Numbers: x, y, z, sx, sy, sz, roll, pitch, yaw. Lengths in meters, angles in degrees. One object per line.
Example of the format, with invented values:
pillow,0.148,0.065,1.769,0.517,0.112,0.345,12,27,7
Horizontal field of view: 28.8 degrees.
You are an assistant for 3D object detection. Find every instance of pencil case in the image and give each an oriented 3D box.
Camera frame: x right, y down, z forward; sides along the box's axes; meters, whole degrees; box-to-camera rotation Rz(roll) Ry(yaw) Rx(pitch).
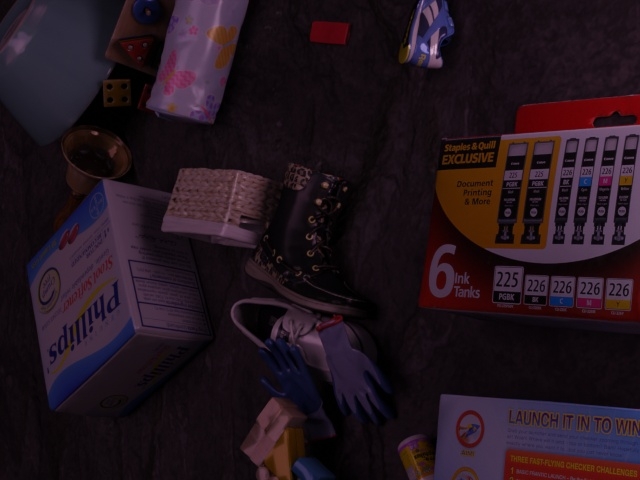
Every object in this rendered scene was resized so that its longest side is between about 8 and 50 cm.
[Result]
pencil case,-0.195,-0.319,1.980,0.124,0.113,0.273,17,94,35

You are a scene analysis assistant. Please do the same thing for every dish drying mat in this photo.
dish drying mat,0.014,-0.303,1.818,0.083,0.008,0.032,16,93,49

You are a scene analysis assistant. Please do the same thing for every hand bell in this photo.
hand bell,-0.434,-0.079,2.230,0.242,0.126,0.126,-57,43,41

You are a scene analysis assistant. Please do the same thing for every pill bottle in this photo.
pill bottle,0.127,0.280,1.513,0.043,0.043,0.083,-46,50,32

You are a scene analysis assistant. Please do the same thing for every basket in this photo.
basket,-0.141,-0.048,1.853,0.167,0.113,0.103,5,82,49

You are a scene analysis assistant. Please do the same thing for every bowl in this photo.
bowl,-0.479,-0.339,2.197,0.311,0.163,0.311,-39,31,30

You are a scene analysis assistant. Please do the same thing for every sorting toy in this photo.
sorting toy,-0.273,-0.329,2.054,0.274,0.132,0.046,-65,21,15

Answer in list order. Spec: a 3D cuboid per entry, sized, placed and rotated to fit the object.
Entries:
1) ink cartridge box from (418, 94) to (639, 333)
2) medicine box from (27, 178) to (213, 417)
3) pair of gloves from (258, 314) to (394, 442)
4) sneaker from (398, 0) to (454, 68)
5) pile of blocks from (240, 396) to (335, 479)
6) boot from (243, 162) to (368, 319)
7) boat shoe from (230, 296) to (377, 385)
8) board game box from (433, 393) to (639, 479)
ink cartridge box,0.274,-0.042,1.361,0.309,0.130,0.271,0,79,49
medicine box,-0.330,0.097,2.005,0.263,0.149,0.289,-42,51,35
pair of gloves,0.004,0.184,1.628,0.198,0.023,0.159,-23,97,40
sneaker,0.147,-0.286,1.633,0.053,0.059,0.144,127,162,-71
pile of blocks,-0.015,0.386,1.614,0.149,0.113,0.362,-5,80,29
boot,-0.002,-0.001,1.703,0.236,0.085,0.178,25,96,48
boat shoe,-0.030,0.136,1.698,0.258,0.084,0.095,13,90,50
board game box,0.252,0.324,1.325,0.308,0.086,0.301,-2,79,49
